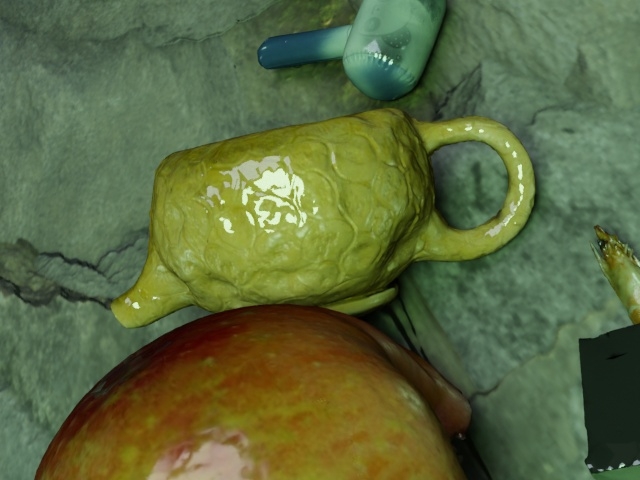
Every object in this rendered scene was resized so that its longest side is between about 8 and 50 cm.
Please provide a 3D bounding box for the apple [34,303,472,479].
[{"bbox_3d":[-0.049,0.123,0.613,0.251,0.163,0.293,-35,15,3],"label":"apple"}]

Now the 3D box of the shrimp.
[{"bbox_3d":[0.218,0.017,0.669,0.083,0.023,0.114,-37,49,7],"label":"shrimp"}]

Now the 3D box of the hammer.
[{"bbox_3d":[0.017,-0.173,0.938,0.193,0.069,0.116,0,61,44],"label":"hammer"}]

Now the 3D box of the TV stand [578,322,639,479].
[{"bbox_3d":[0.272,0.071,0.545,0.269,0.083,0.088,-19,51,29],"label":"TV stand"}]

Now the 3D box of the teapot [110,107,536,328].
[{"bbox_3d":[0.000,0.000,0.766,0.311,0.167,0.203,-13,5,2],"label":"teapot"}]
